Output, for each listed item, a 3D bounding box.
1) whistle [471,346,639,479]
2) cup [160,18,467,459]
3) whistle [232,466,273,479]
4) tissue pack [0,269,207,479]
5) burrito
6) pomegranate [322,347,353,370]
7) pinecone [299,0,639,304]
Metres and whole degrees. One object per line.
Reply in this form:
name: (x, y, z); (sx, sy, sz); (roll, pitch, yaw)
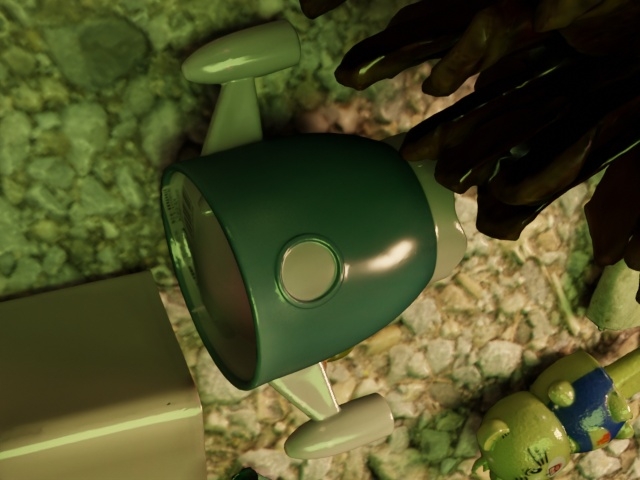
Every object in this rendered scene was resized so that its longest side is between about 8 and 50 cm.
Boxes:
whistle: (0.239, 0.160, 0.989); (0.227, 0.085, 0.105); (-29, 139, -6)
cup: (0.000, 0.000, 0.720); (0.173, 0.167, 0.299); (-18, 102, -20)
whistle: (-0.011, 0.259, 0.968); (0.039, 0.039, 0.186); (-44, 129, 7)
tissue pack: (-0.164, 0.170, 0.759); (0.136, 0.159, 0.246); (-11, 127, -16)
burrito: (0.284, 0.030, 0.948); (0.074, 0.044, 0.118); (-9, 127, -23)
pomegranate: (-0.009, 0.070, 0.815); (0.084, 0.073, 0.073); (-53, 134, -23)
pinecone: (0.148, -0.153, 0.582); (0.385, 0.384, 0.384); (-13, 126, -18)
